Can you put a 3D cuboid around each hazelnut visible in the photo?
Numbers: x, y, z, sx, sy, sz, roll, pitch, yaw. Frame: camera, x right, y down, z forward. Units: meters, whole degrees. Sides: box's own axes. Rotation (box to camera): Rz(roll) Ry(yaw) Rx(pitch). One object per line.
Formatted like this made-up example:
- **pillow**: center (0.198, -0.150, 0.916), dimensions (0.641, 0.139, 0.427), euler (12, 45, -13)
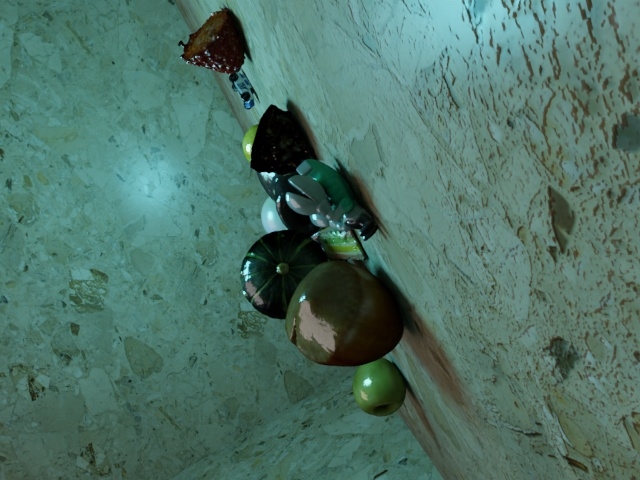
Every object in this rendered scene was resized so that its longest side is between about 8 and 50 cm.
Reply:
- **hazelnut**: center (0.075, 0.228, 1.290), dimensions (0.372, 0.372, 0.316), euler (90, -164, -87)

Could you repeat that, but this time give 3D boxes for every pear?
- **pear**: center (-0.244, -0.405, 1.777), dimensions (0.178, 0.178, 0.178), euler (60, 174, 11)

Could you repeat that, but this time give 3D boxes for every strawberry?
- **strawberry**: center (-0.350, -0.644, 1.452), dimensions (0.178, 0.234, 0.234), euler (39, -169, -43)

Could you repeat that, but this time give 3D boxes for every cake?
- **cake**: center (0.086, 0.000, 1.420), dimensions (0.225, 0.090, 0.110), euler (-1, 117, 62)

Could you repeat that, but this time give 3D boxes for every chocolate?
- **chocolate**: center (-0.091, -0.289, 1.303), dimensions (0.176, 0.207, 0.224), euler (17, -177, 2)

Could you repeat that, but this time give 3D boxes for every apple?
- **apple**: center (0.270, 0.684, 1.986), dimensions (0.262, 0.262, 0.262), euler (60, 174, 11)

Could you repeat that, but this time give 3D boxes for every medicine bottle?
- **medicine bottle**: center (-0.153, -0.108, 1.964), dimensions (0.236, 0.235, 0.406), euler (61, 175, 4)

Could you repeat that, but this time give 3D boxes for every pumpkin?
- **pumpkin**: center (-0.127, 0.120, 1.516), dimensions (0.323, 0.323, 0.241), euler (59, 170, 20)

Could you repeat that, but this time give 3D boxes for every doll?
- **doll**: center (0.014, -0.097, 1.060), dimensions (0.195, 0.153, 0.258), euler (49, 178, -36)

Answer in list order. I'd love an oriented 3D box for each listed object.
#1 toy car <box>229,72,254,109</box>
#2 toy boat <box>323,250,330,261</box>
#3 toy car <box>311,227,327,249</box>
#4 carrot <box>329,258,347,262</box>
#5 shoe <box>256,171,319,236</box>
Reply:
- **toy car**: center (-0.328, -0.642, 1.796), dimensions (0.171, 0.070, 0.080), euler (58, 173, 11)
- **toy boat**: center (0.056, 0.109, 2.053), dimensions (0.104, 0.052, 0.210), euler (43, -173, -39)
- **toy car**: center (0.000, 0.000, 1.788), dimensions (0.090, 0.108, 0.209), euler (61, 173, -3)
- **carrot**: center (0.112, 0.145, 1.732), dimensions (0.260, 0.070, 0.070), euler (53, 170, 42)
- **shoe**: center (-0.122, -0.192, 1.626), dimensions (0.384, 0.171, 0.237), euler (61, -179, -12)
